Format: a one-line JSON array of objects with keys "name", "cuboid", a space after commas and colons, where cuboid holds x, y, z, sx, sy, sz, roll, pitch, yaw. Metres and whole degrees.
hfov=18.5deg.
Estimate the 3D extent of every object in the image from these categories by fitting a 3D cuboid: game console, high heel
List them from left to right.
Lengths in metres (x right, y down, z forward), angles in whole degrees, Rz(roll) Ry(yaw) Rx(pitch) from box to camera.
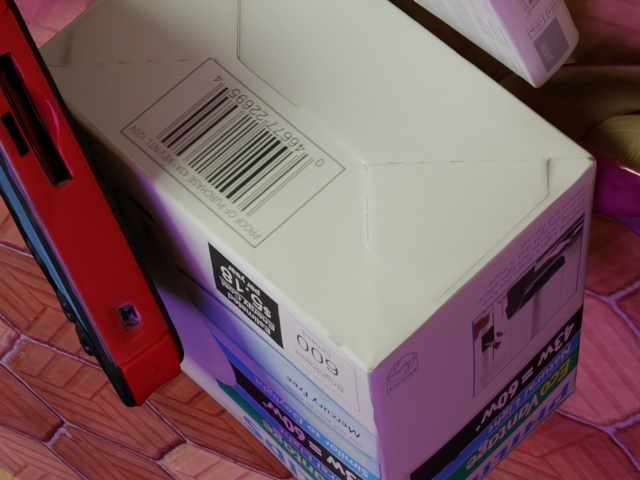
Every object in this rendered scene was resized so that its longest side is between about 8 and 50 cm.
[{"name": "game console", "cuboid": [-0.233, -0.086, 1.401, 0.342, 0.060, 0.386, 39, 155, 56]}, {"name": "high heel", "cuboid": [0.263, -0.072, 1.270, 0.181, 0.127, 0.377, 36, 155, -18]}]

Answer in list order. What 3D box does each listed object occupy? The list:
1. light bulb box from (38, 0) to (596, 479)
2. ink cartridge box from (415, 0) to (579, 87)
[{"name": "light bulb box", "cuboid": [0.000, 0.000, 1.475, 0.358, 0.225, 0.361, 41, 160, 24]}, {"name": "ink cartridge box", "cuboid": [0.059, -0.206, 1.297, 0.225, 0.056, 0.181, 40, 179, 23]}]
